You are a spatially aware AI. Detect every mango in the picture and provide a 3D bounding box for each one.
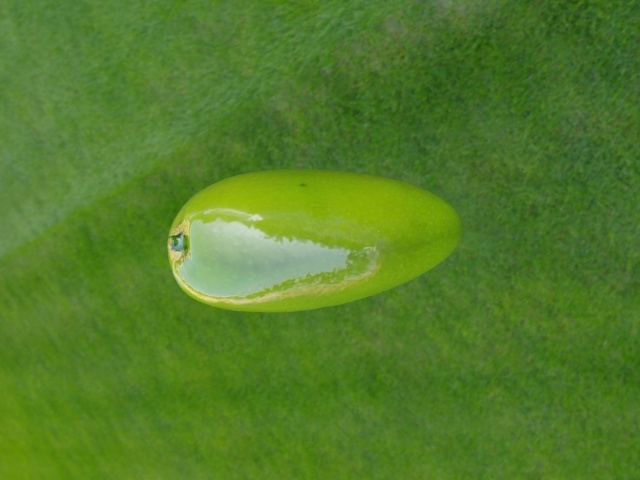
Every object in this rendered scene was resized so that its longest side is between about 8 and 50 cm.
[{"bbox_3d":[0.000,0.000,0.904,0.192,0.343,0.155,124,142,-73],"label":"mango"}]
